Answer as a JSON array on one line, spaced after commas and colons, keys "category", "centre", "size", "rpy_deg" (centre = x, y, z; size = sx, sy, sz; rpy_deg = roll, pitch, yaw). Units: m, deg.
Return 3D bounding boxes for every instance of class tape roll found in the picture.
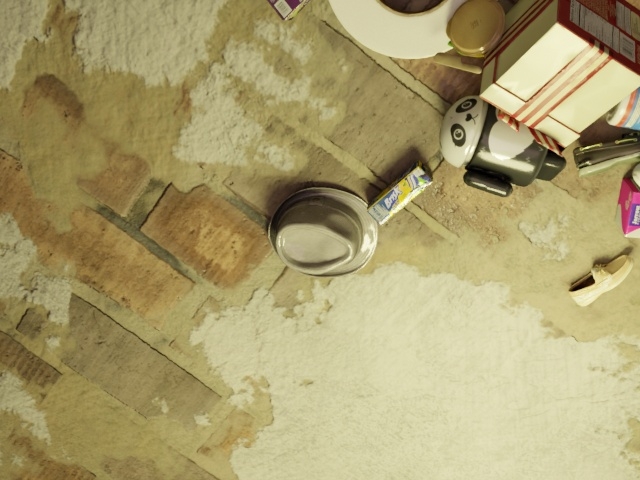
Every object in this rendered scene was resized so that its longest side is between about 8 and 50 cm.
[{"category": "tape roll", "centre": [0.199, -0.588, 1.561], "size": [0.392, 0.072, 0.392], "rpy_deg": [3, 111, 8]}]

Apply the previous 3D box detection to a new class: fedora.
[{"category": "fedora", "centre": [0.000, 0.000, 1.794], "size": [0.275, 0.124, 0.243], "rpy_deg": [11, 113, 4]}]

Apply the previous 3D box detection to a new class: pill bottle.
[{"category": "pill bottle", "centre": [0.741, -0.289, 1.566], "size": [0.221, 0.124, 0.124], "rpy_deg": [12, 113, 5]}]

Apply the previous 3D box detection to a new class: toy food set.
[{"category": "toy food set", "centre": [0.323, -0.444, 1.516], "size": [0.132, 0.038, 0.192], "rpy_deg": [28, 102, 32]}]

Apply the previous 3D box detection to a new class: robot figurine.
[{"category": "robot figurine", "centre": [0.403, -0.220, 1.617], "size": [0.278, 0.209, 0.173], "rpy_deg": [17, 126, 2]}]

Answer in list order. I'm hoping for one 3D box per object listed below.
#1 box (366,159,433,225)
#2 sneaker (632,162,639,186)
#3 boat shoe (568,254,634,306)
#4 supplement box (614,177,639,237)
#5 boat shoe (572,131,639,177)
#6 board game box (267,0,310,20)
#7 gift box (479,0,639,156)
[{"category": "box", "centre": [0.190, -0.114, 1.755], "size": [0.169, 0.059, 0.054], "rpy_deg": [-40, 102, 20]}, {"category": "sneaker", "centre": [0.779, -0.174, 1.571], "size": [0.232, 0.090, 0.115], "rpy_deg": [-17, 155, -18]}, {"category": "boat shoe", "centre": [0.672, 0.090, 1.759], "size": [0.059, 0.063, 0.170], "rpy_deg": [39, 113, -13]}, {"category": "supplement box", "centre": [0.797, -0.068, 1.652], "size": [0.220, 0.114, 0.111], "rpy_deg": [4, 113, 9]}, {"category": "boat shoe", "centre": [0.683, -0.206, 1.632], "size": [0.228, 0.081, 0.068], "rpy_deg": [-16, 79, 7]}, {"category": "board game box", "centre": [-0.108, -0.669, 1.546], "size": [0.208, 0.056, 0.347], "rpy_deg": [-37, 92, 32]}, {"category": "gift box", "centre": [0.488, -0.348, 1.471], "size": [0.276, 0.255, 0.258], "rpy_deg": [31, 142, -13]}]
